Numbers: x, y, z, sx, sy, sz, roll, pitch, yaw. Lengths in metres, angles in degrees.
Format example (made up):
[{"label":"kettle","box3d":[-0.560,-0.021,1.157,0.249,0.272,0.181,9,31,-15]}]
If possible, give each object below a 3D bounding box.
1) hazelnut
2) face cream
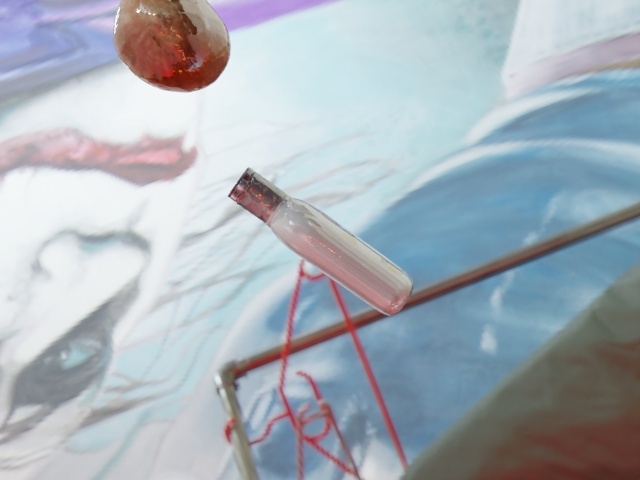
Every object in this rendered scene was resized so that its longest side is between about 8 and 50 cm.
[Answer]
[{"label":"hazelnut","box3d":[-0.251,-0.345,1.887,0.214,0.176,0.214,27,172,4]},{"label":"face cream","box3d":[0.000,0.000,1.597,0.291,0.071,0.144,35,-175,-2]}]
